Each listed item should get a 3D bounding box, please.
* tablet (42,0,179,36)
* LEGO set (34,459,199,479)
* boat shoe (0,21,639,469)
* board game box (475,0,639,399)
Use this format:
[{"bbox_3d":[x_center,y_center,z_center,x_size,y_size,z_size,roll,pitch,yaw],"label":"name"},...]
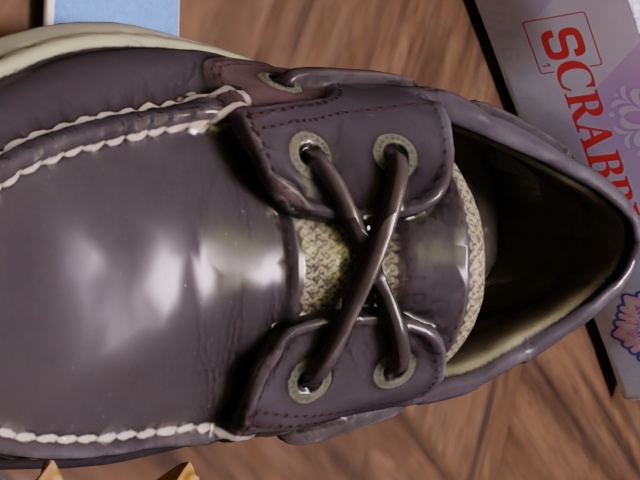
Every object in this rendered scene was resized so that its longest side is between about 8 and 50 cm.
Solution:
[{"bbox_3d":[-0.054,-0.059,0.404,0.054,0.006,0.083,14,74,-57],"label":"tablet"},{"bbox_3d":[-0.024,0.197,0.218,0.331,0.192,0.255,-51,133,-50],"label":"LEGO set"},{"bbox_3d":[0.000,0.000,0.393,0.285,0.092,0.103,-4,99,-58],"label":"boat shoe"},{"bbox_3d":[0.159,-0.150,0.705,0.318,0.066,0.318,64,36,-29],"label":"board game box"}]
